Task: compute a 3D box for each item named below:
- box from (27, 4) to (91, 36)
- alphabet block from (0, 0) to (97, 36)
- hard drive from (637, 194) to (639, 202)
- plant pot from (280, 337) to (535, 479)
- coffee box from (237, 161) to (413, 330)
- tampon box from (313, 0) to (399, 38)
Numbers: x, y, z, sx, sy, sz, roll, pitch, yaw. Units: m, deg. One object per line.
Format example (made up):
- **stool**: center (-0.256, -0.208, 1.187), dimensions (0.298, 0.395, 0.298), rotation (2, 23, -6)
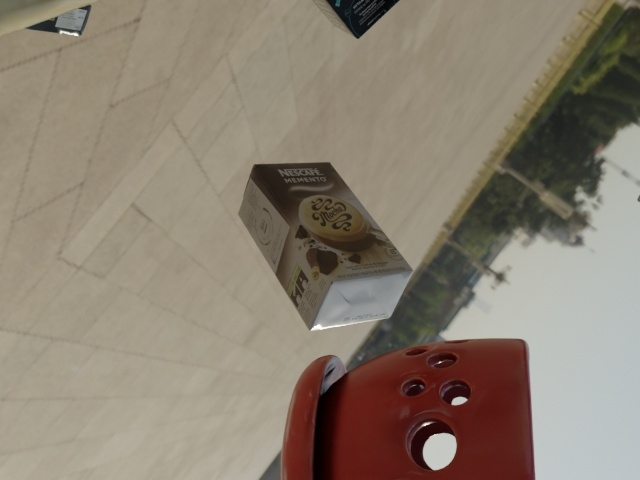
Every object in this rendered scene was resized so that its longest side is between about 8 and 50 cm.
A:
- **box**: center (-0.484, -0.378, 1.232), dimensions (0.232, 0.183, 0.059), rotation (-5, 129, -51)
- **alphabet block**: center (-0.150, -0.209, 0.337), dimensions (0.197, 0.192, 0.193), rotation (-20, 135, -1)
- **hard drive**: center (0.398, -0.160, 0.757), dimensions (0.237, 0.064, 0.339), rotation (-60, 166, -6)
- **plant pot**: center (0.069, 0.168, 0.605), dimensions (0.191, 0.174, 0.191), rotation (-3, 90, -79)
- **coffee box**: center (0.000, 0.000, 1.442), dimensions (0.168, 0.297, 0.119), rotation (-6, 135, -33)
- **tampon box**: center (0.026, -0.355, 1.038), dimensions (0.120, 0.161, 0.101), rotation (-42, -151, 3)
